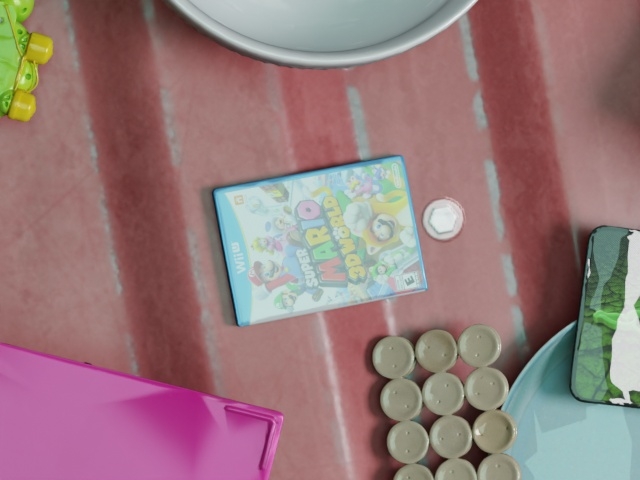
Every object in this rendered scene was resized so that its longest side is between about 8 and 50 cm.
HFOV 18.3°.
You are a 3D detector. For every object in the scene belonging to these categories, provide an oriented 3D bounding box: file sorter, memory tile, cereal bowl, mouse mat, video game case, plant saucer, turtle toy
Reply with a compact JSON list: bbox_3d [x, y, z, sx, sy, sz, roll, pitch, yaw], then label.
[{"bbox_3d":[-0.205,0.194,1.566,0.291,0.182,0.202,15,87,-9],"label":"file sorter"},{"bbox_3d":[0.107,0.148,1.674,0.113,0.012,0.148,-10,83,14],"label":"memory tile"},{"bbox_3d":[-0.008,-0.302,1.618,0.339,0.141,0.339,0,90,-9],"label":"cereal bowl"},{"bbox_3d":[0.311,0.073,1.693,0.190,0.007,0.152,7,89,-10],"label":"mouse mat"},{"bbox_3d":[0.000,0.000,1.682,0.166,0.015,0.119,-11,92,-8],"label":"video game case"},{"bbox_3d":[0.294,0.204,1.714,0.318,0.044,0.317,0,90,-8],"label":"plant saucer"},{"bbox_3d":[-0.267,-0.156,1.615,0.095,0.066,0.130,18,87,-10],"label":"turtle toy"}]
